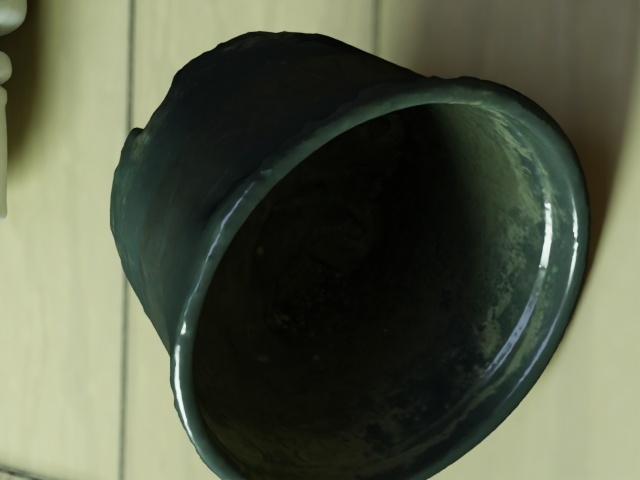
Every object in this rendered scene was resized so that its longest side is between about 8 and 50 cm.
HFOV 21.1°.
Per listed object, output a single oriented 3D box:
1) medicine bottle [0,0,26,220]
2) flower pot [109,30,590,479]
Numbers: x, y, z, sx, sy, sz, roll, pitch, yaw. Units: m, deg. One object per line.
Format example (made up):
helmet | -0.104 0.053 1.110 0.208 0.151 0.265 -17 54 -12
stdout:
medicine bottle | -0.202 -0.124 0.772 0.139 0.139 0.237 2 93 44
flower pot | 0.000 0.000 0.587 0.107 0.157 0.157 41 119 49
